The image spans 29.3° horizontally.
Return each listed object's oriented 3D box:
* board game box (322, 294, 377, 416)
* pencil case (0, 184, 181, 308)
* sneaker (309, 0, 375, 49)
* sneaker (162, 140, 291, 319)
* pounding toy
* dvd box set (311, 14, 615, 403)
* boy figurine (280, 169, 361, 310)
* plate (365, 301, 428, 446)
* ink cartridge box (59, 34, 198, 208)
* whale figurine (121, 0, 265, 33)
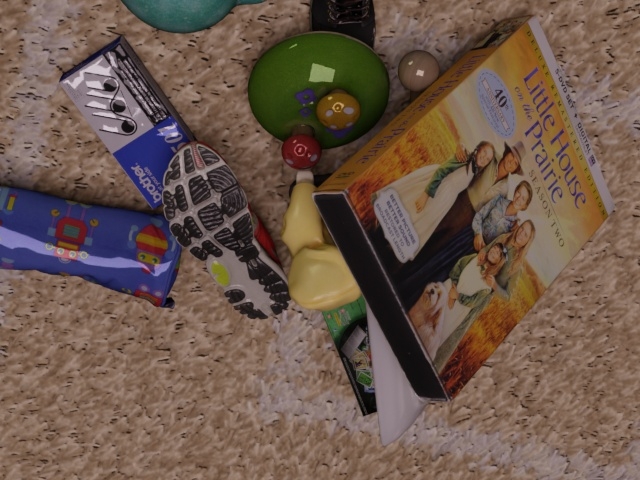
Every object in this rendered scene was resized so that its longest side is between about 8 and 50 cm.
[{"bbox_3d":[0.079,0.116,1.730,0.136,0.030,0.260,-19,111,4],"label":"board game box"},{"bbox_3d":[-0.328,0.002,1.598,0.306,0.133,0.119,13,81,-10],"label":"pencil case"},{"bbox_3d":[0.028,-0.291,1.521,0.083,0.118,0.222,-8,111,-2],"label":"sneaker"},{"bbox_3d":[-0.127,-0.020,1.608,0.107,0.118,0.279,-21,124,6],"label":"sneaker"},{"bbox_3d":[0.026,-0.157,1.541,0.236,0.110,0.183,3,138,-5],"label":"pounding toy"},{"bbox_3d":[0.197,-0.047,1.520,0.420,0.062,0.308,-42,116,-34],"label":"dvd box set"},{"bbox_3d":[0.000,0.000,1.541,0.092,0.285,0.177,-13,110,3],"label":"boy figurine"},{"bbox_3d":[0.143,0.089,1.606,0.045,0.278,0.277,5,114,29],"label":"plate"},{"bbox_3d":[-0.237,-0.152,1.588,0.097,0.046,0.207,-31,111,8],"label":"ink cartridge box"},{"bbox_3d":[-0.132,-0.367,1.465,0.272,0.141,0.216,-39,109,9],"label":"whale figurine"}]
